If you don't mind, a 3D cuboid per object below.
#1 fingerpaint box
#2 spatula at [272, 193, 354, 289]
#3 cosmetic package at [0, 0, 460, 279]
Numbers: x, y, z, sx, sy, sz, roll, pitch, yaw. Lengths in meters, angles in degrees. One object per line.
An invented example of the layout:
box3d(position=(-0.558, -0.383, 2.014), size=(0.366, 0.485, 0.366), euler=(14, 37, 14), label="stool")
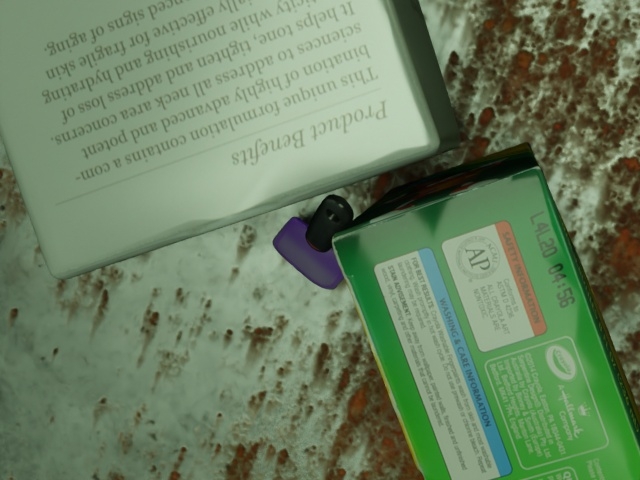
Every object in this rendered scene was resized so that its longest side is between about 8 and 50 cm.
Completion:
box3d(position=(0.187, 0.152, 0.859), size=(0.163, 0.371, 0.444), euler=(-20, 93, 12), label="fingerpaint box")
box3d(position=(0.000, 0.000, 0.927), size=(0.084, 0.296, 0.030), euler=(42, 80, 2), label="spatula")
box3d(position=(-0.095, -0.216, 0.881), size=(0.330, 0.327, 0.393), euler=(-17, 94, 13), label="cosmetic package")
